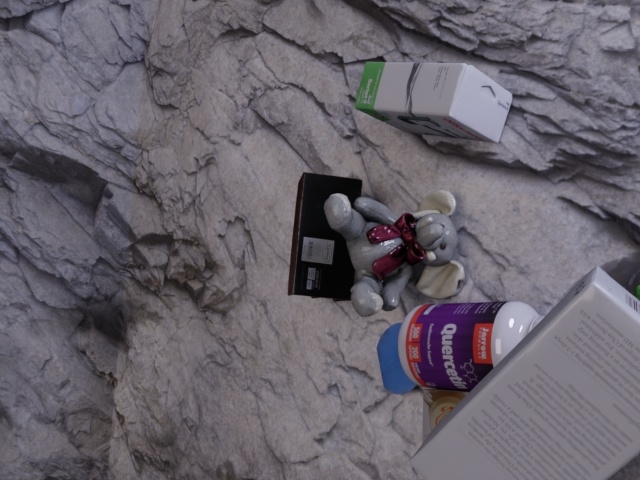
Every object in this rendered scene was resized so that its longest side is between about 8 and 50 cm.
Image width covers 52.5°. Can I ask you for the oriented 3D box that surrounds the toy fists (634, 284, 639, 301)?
[{"bbox_3d":[0.574,0.177,1.142,0.142,0.096,0.279,45,113,25],"label":"toy fists"}]

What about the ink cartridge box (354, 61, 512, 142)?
[{"bbox_3d":[0.258,-0.322,1.502,0.289,0.211,0.122,18,93,47],"label":"ink cartridge box"}]

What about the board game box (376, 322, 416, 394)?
[{"bbox_3d":[0.198,0.283,1.550,0.133,0.033,0.169,-37,51,40],"label":"board game box"}]

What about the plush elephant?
[{"bbox_3d":[0.198,0.012,1.474,0.255,0.330,0.272,-18,80,18],"label":"plush elephant"}]

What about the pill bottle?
[{"bbox_3d":[0.329,0.216,1.320,0.323,0.181,0.182,-9,74,45],"label":"pill bottle"}]

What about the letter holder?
[{"bbox_3d":[0.000,0.000,1.675,0.214,0.152,0.302,147,128,-78],"label":"letter holder"}]

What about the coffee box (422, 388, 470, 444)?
[{"bbox_3d":[0.336,0.381,1.332,0.246,0.098,0.141,-7,76,45],"label":"coffee box"}]

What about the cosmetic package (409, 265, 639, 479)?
[{"bbox_3d":[0.390,0.289,1.090,0.230,0.161,0.453,44,113,13],"label":"cosmetic package"}]
